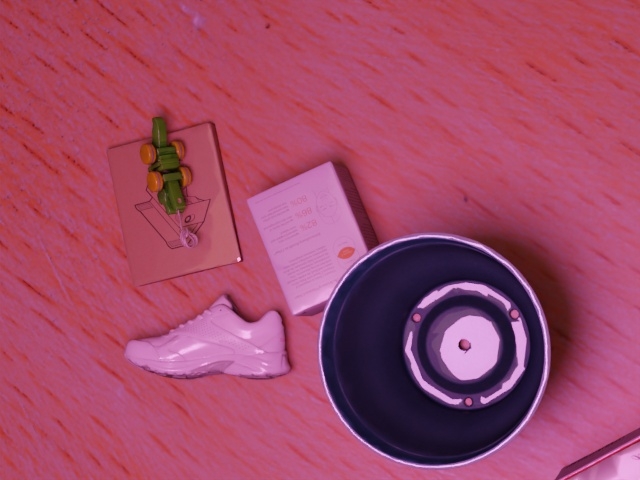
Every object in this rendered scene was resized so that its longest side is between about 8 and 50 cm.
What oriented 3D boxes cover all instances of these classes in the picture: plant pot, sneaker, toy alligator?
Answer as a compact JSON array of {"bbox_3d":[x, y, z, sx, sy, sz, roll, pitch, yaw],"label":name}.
[{"bbox_3d":[0.162,0.131,1.652,0.271,0.255,0.272,-1,87,16],"label":"plant pot"},{"bbox_3d":[-0.154,0.132,1.837,0.232,0.090,0.115,0,81,7],"label":"sneaker"},{"bbox_3d":[-0.212,-0.075,1.852,0.051,0.056,0.190,-23,80,56],"label":"toy alligator"}]

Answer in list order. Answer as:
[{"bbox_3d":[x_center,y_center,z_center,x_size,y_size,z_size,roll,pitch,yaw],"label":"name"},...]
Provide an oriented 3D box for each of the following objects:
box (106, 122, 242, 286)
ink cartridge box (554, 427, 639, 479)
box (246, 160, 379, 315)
[{"bbox_3d":[-0.205,-0.050,1.884,0.164,0.021,0.201,-14,83,15],"label":"box"},{"bbox_3d":[0.412,0.239,1.574,0.296,0.261,0.066,-31,79,13],"label":"ink cartridge box"},{"bbox_3d":[0.000,0.000,1.788,0.130,0.091,0.171,-24,81,13],"label":"box"}]
